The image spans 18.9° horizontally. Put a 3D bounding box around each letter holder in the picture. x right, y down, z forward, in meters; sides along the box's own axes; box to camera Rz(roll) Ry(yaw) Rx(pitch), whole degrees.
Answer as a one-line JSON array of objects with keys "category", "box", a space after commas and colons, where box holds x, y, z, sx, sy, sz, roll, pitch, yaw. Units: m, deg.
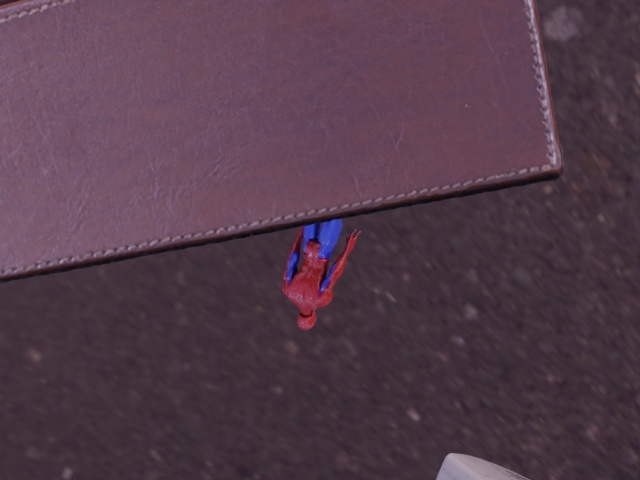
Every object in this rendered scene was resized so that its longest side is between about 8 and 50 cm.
[{"category": "letter holder", "box": [-0.055, -0.115, 0.963, 0.301, 0.152, 0.214, -11, 99, -4]}]

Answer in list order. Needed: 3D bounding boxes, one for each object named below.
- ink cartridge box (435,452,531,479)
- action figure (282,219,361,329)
[{"category": "ink cartridge box", "box": [0.078, 0.350, 1.292, 0.091, 0.308, 0.385, 21, 90, -7]}, {"category": "action figure", "box": [0.000, 0.000, 1.166, 0.038, 0.030, 0.115, 18, 106, 23]}]
